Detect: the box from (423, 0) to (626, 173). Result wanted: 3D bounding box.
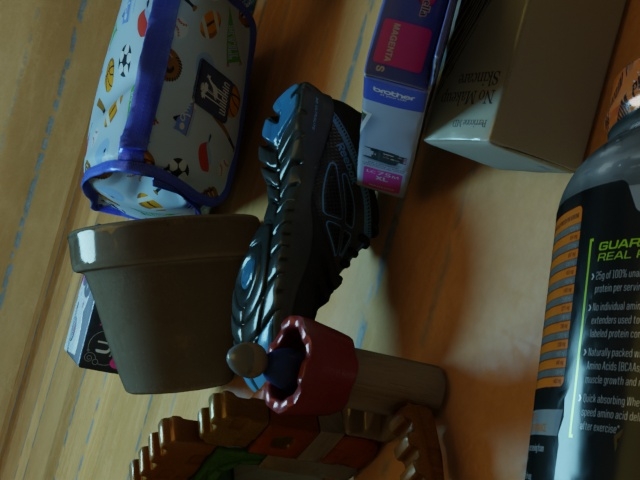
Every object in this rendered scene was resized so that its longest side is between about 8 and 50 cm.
[{"bbox_3d":[0.182,-0.199,0.763,0.113,0.094,0.275,12,86,66],"label":"box"}]

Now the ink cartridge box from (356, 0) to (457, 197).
[{"bbox_3d":[0.083,-0.174,0.818,0.311,0.065,0.186,95,-169,-75],"label":"ink cartridge box"}]

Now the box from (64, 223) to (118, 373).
[{"bbox_3d":[-0.359,0.106,1.673,0.163,0.142,0.247,11,85,65],"label":"box"}]

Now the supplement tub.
[{"bbox_3d":[0.201,0.075,0.444,0.193,0.193,0.316,-12,65,63],"label":"supplement tub"}]

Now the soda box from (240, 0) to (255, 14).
[{"bbox_3d":[-0.184,-0.439,1.712,0.210,0.067,0.071,10,85,65],"label":"soda box"}]

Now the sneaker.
[{"bbox_3d":[0.000,0.000,0.970,0.125,0.139,0.341,-24,51,59],"label":"sneaker"}]

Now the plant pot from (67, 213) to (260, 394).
[{"bbox_3d":[-0.206,0.089,1.272,0.263,0.263,0.229,-12,82,63],"label":"plant pot"}]

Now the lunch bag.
[{"bbox_3d":[-0.232,-0.205,1.420,0.385,0.238,0.328,120,160,-78],"label":"lunch bag"}]

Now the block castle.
[{"bbox_3d":[-0.061,0.304,0.842,0.453,0.212,0.303,-54,31,38],"label":"block castle"}]
